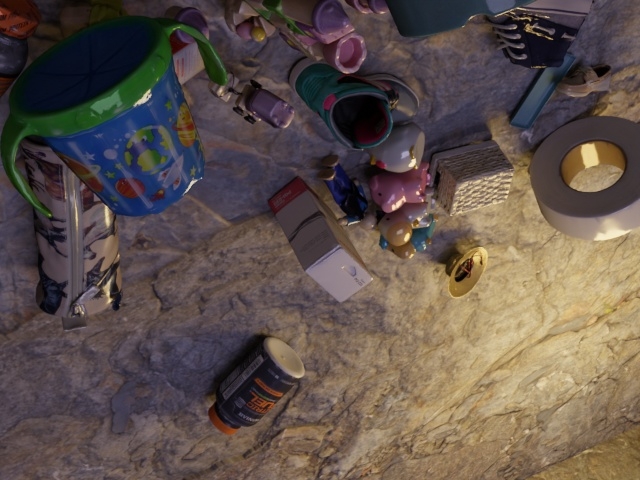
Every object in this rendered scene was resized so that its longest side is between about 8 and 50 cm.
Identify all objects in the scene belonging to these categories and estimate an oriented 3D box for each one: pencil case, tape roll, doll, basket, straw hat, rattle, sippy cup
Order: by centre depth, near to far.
[{"bbox_3d":[-0.279,-0.162,1.222,0.305,0.240,0.224,-18,131,10],"label":"sippy cup"},{"bbox_3d":[-0.327,-0.342,1.351,0.130,0.143,0.200,-13,163,8],"label":"rattle"},{"bbox_3d":[-0.420,-0.046,1.465,0.160,0.183,0.410,-11,134,-23],"label":"pencil case"},{"bbox_3d":[0.058,-0.086,1.780,0.046,0.129,0.189,-8,138,33],"label":"doll"},{"bbox_3d":[0.334,-0.137,1.903,0.167,0.103,0.113,-16,137,-20],"label":"basket"},{"bbox_3d":[0.622,-0.143,1.942,0.286,0.286,0.100,-35,140,3],"label":"tape roll"},{"bbox_3d":[0.348,0.067,2.143,0.144,0.061,0.144,-26,133,-31],"label":"straw hat"}]

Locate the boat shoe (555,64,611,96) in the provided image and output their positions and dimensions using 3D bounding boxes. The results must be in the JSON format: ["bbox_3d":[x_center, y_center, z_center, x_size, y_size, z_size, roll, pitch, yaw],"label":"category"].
[{"bbox_3d":[0.576,-0.354,1.873,0.170,0.063,0.059,-19,130,-38],"label":"boat shoe"}]

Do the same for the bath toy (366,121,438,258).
[{"bbox_3d":[0.161,-0.106,1.820,0.348,0.129,0.151,73,34,-50],"label":"bath toy"}]

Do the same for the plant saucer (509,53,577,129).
[{"bbox_3d":[0.482,-0.329,1.874,0.067,0.018,0.192,6,125,-36],"label":"plant saucer"}]

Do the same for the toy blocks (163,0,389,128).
[{"bbox_3d":[-0.037,-0.332,1.304,0.288,0.260,0.309,32,89,-47],"label":"toy blocks"}]

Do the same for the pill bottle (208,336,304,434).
[{"bbox_3d":[-0.162,0.356,2.056,0.246,0.130,0.130,-47,137,17],"label":"pill bottle"}]

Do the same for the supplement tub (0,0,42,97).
[{"bbox_3d":[-0.544,-0.238,1.192,0.316,0.193,0.193,-45,137,13],"label":"supplement tub"}]

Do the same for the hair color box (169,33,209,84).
[{"bbox_3d":[-0.235,-0.290,1.387,0.141,0.043,0.072,-51,158,-47],"label":"hair color box"}]

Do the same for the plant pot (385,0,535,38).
[{"bbox_3d":[0.180,-0.485,1.198,0.341,0.341,0.334,-25,110,-8],"label":"plant pot"}]

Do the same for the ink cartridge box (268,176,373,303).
[{"bbox_3d":[0.000,0.000,1.741,0.092,0.218,0.158,-38,139,7],"label":"ink cartridge box"}]

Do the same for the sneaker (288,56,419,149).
[{"bbox_3d":[0.099,-0.243,1.596,0.295,0.178,0.124,6,126,-36],"label":"sneaker"}]

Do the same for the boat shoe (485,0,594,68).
[{"bbox_3d":[0.371,-0.411,1.637,0.340,0.127,0.158,-2,123,-31],"label":"boat shoe"}]
